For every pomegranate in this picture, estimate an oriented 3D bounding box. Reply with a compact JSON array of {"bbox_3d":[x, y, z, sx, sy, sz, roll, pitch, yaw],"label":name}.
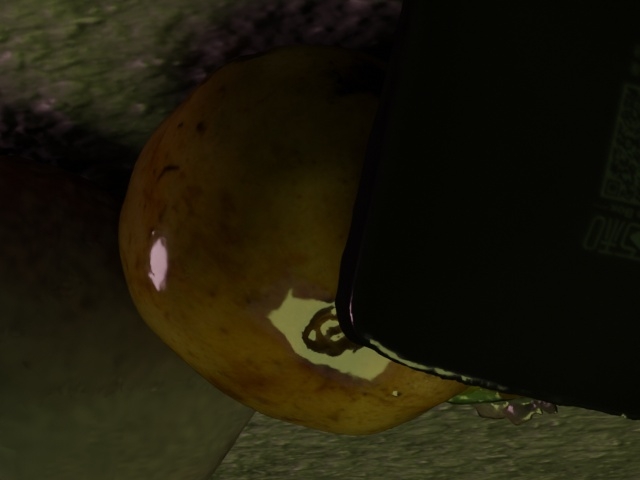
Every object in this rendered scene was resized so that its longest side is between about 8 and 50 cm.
[{"bbox_3d":[0.000,0.000,0.916,0.260,0.260,0.260,2,151,1],"label":"pomegranate"}]

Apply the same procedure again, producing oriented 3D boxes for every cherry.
[{"bbox_3d":[-0.219,0.109,1.031,0.335,0.326,0.291,25,166,-25],"label":"cherry"}]

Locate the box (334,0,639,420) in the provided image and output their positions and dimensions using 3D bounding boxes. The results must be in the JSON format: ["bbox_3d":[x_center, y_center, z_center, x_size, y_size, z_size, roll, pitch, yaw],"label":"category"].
[{"bbox_3d":[0.167,-0.047,0.791,0.290,0.288,0.073,12,-179,-18],"label":"box"}]

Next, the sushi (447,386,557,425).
[{"bbox_3d":[0.144,0.066,1.148,0.161,0.107,0.241,15,154,-25],"label":"sushi"}]
